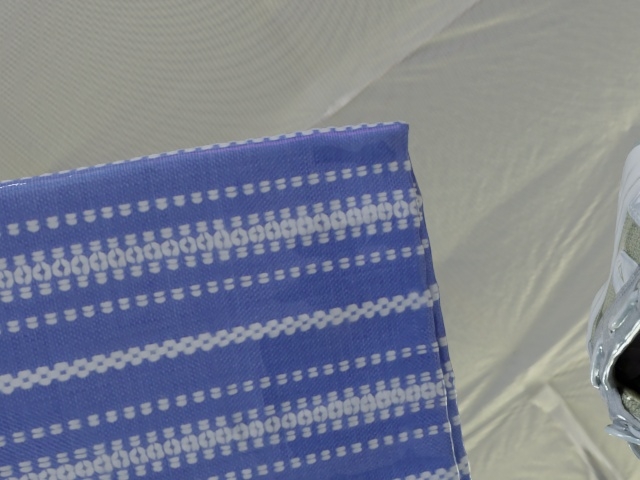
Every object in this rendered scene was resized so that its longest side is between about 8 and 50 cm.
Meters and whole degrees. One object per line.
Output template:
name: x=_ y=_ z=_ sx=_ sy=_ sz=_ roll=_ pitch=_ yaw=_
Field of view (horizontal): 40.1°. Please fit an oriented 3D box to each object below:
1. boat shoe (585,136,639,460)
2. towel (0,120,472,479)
boat shoe: x=0.213 y=0.070 z=0.508 sx=0.118 sy=0.103 sz=0.320 roll=8 pitch=-34 yaw=19
towel: x=-0.051 y=0.134 z=0.345 sx=0.243 sy=0.040 sz=0.336 roll=-12 pitch=-82 yaw=-13
